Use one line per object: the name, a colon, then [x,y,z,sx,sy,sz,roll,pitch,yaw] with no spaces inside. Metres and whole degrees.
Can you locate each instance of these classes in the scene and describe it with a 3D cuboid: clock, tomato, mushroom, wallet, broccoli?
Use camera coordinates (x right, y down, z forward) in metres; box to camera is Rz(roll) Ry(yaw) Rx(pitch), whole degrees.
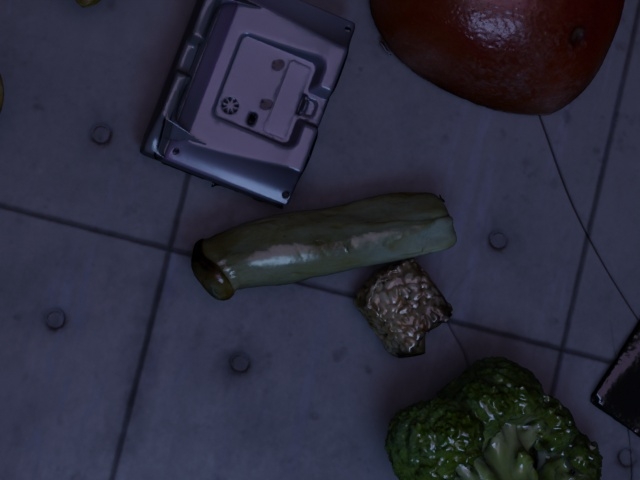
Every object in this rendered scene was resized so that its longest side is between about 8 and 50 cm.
clock: [-0.083,-0.183,1.906,0.186,0.083,0.253,21,83,-10]
tomato: [0.232,-0.323,1.948,0.338,0.143,0.338,1,87,-14]
mushroom: [0.000,0.000,1.904,0.312,0.100,0.081,-12,126,-12]
wallet: [0.447,0.133,2.024,0.124,0.025,0.244,36,81,-8]
broccoli: [0.218,0.287,1.903,0.302,0.186,0.254,59,39,-3]

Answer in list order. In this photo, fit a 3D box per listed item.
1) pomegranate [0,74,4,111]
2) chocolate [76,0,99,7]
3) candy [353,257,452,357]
pomegranate: [-0.439,-0.159,1.788,0.196,0.196,0.196,1,87,-11]
chocolate: [-0.374,-0.459,1.839,0.162,0.162,0.445,-36,99,-11]
candy: [0.100,0.080,1.930,0.095,0.085,0.110,-43,91,-19]
